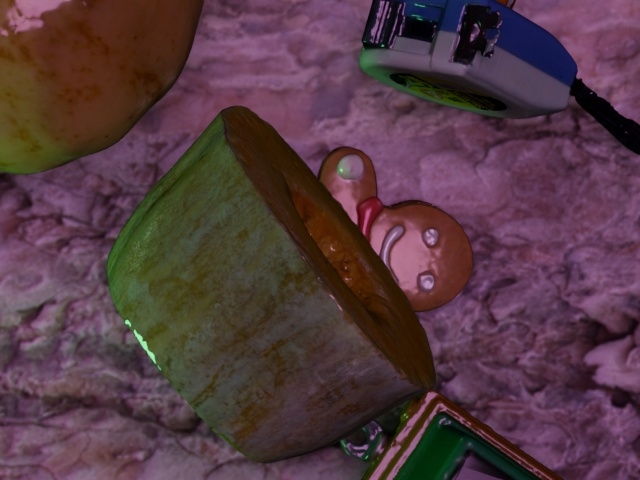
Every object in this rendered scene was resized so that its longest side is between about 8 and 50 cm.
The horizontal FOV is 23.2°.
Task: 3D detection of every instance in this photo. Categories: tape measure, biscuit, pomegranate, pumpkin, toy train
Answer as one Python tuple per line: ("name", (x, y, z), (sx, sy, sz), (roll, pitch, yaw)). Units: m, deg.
("tape measure", (0.195, -0.178, 1.660), (0.351, 0.215, 0.097), (22, 84, -48))
("biscuit", (0.000, 0.000, 1.673), (0.340, 0.047, 0.215), (12, 87, -4))
("pomegranate", (-0.277, -0.217, 1.539), (0.343, 0.342, 0.342), (0, 87, -5))
("pumpkin", (-0.059, 0.052, 1.503), (0.199, 0.332, 0.332), (-33, 91, 13))
("toy train", (0.206, 0.310, 1.574), (0.429, 0.249, 0.178), (35, 84, -2))

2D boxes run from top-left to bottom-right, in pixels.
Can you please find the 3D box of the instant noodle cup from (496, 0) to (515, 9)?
("instant noodle cup", (0.146, -0.341, 1.656), (0.185, 0.168, 0.168), (25, 85, 3))
